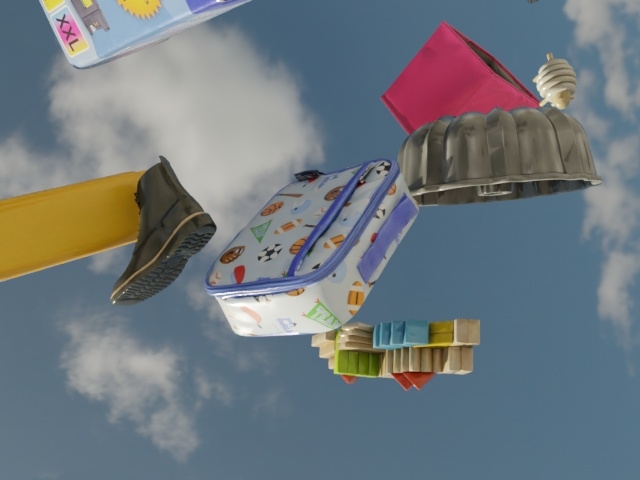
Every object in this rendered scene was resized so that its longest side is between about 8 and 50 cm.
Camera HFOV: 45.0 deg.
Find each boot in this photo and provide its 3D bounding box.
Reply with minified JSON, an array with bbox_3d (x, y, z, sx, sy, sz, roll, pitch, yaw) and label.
[{"bbox_3d":[-0.249,-0.011,1.113,0.137,0.198,0.077,55,-164,20],"label":"boot"}]

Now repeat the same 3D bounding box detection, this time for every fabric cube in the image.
[{"bbox_3d":[0.367,-0.358,2.006,0.259,0.258,0.254,18,-149,-43],"label":"fabric cube"}]

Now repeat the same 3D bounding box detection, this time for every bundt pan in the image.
[{"bbox_3d":[0.277,-0.134,1.241,0.330,0.330,0.124,-1,-94,-37],"label":"bundt pan"}]

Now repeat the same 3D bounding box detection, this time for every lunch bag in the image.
[{"bbox_3d":[0.000,0.000,1.068,0.115,0.243,0.303,59,-138,-24],"label":"lunch bag"}]

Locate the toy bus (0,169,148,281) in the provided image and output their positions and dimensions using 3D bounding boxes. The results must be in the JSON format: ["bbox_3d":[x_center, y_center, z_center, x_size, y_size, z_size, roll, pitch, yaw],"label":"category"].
[{"bbox_3d":[-0.363,-0.028,1.127,0.332,0.130,0.108,-20,-83,-44],"label":"toy bus"}]

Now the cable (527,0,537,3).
[{"bbox_3d":[0.537,-0.599,1.768,0.047,0.184,0.150,41,-117,-2],"label":"cable"}]

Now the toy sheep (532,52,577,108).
[{"bbox_3d":[0.496,-0.338,1.631,0.091,0.091,0.132,1,-113,-37],"label":"toy sheep"}]

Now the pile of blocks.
[{"bbox_3d":[0.123,0.213,1.393,0.148,0.362,0.113,19,-114,-41],"label":"pile of blocks"}]

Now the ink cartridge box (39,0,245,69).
[{"bbox_3d":[-0.166,-0.347,0.755,0.151,0.395,0.270,-35,-70,-36],"label":"ink cartridge box"}]
